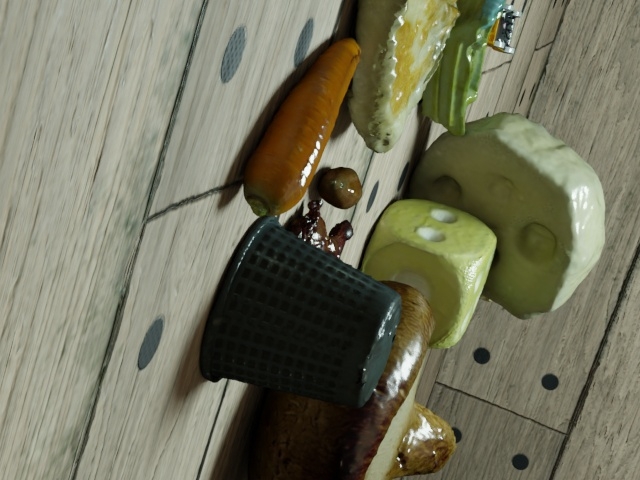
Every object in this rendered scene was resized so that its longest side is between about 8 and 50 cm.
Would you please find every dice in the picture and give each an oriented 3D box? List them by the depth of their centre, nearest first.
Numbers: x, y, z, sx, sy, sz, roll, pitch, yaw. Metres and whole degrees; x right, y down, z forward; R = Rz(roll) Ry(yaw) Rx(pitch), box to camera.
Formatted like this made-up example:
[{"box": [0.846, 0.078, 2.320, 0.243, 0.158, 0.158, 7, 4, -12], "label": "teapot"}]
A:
[{"box": [0.155, 0.047, 2.063, 0.169, 0.169, 0.166, -48, 157, -60], "label": "dice"}]

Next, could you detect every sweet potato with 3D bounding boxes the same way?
[{"box": [0.022, -0.060, 1.544, 0.117, 0.049, 0.049, 14, 96, -82], "label": "sweet potato"}]

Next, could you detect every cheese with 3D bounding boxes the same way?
[{"box": [0.284, -0.036, 2.132, 0.115, 0.318, 0.326, -34, 113, -43], "label": "cheese"}]

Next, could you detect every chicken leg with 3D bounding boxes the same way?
[{"box": [-0.002, 0.006, 1.553, 0.205, 0.053, 0.093, 44, 59, -79], "label": "chicken leg"}]

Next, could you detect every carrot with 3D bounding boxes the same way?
[{"box": [-0.007, -0.121, 1.291, 0.066, 0.062, 0.271, 57, 41, -34], "label": "carrot"}]

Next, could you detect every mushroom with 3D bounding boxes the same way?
[{"box": [0.027, 0.219, 1.715, 0.345, 0.239, 0.345, -2, 90, -73], "label": "mushroom"}]

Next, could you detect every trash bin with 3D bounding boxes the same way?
[{"box": [-0.009, 0.080, 1.367, 0.175, 0.161, 0.175, 19, 90, -80], "label": "trash bin"}]

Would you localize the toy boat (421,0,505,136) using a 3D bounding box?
[{"box": [0.194, -0.258, 1.952, 0.276, 0.084, 0.111, 97, 15, -61], "label": "toy boat"}]

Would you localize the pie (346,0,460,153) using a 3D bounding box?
[{"box": [0.104, -0.262, 1.523, 0.339, 0.077, 0.339, 24, 90, -80], "label": "pie"}]

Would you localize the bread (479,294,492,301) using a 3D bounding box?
[{"box": [0.246, -0.008, 2.371, 0.211, 0.183, 0.224, 11, 102, -80], "label": "bread"}]

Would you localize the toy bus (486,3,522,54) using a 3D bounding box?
[{"box": [0.263, -0.331, 2.155, 0.162, 0.074, 0.070, -11, 114, -75], "label": "toy bus"}]
